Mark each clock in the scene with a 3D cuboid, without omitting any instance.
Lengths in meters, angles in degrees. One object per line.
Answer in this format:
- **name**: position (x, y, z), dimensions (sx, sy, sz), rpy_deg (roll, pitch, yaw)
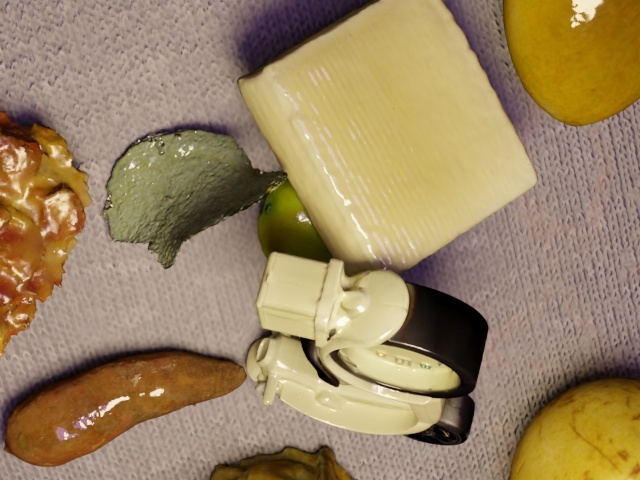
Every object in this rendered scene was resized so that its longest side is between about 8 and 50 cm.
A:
- **clock**: position (0.050, 0.131, 1.831), dimensions (0.276, 0.379, 0.120), rpy_deg (14, 66, 4)

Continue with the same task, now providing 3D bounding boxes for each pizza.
- **pizza**: position (-0.378, -0.019, 1.745), dimensions (0.278, 0.114, 0.409), rpy_deg (-4, 94, -20)

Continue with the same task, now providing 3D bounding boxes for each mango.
- **mango**: position (-0.006, 0.003, 1.872), dimensions (0.117, 0.089, 0.163), rpy_deg (-29, 112, -13)
- **mango**: position (0.354, -0.333, 1.797), dimensions (0.301, 0.220, 0.445), rpy_deg (14, 112, -22)

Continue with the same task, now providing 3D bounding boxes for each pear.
- **pear**: position (0.361, 0.300, 1.960), dimensions (0.281, 0.281, 0.280), rpy_deg (-4, 107, -12)

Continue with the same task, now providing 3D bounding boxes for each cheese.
- **cheese**: position (0.075, -0.121, 1.793), dimensions (0.242, 0.124, 0.265), rpy_deg (-32, 99, -16)

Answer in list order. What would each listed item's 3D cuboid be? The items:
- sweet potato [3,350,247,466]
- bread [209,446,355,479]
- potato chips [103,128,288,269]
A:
- **sweet potato**: position (-0.228, 0.183, 1.877), dimensions (0.292, 0.097, 0.097), rpy_deg (-19, 109, -7)
- **bread**: position (-0.036, 0.367, 1.899), dimensions (0.238, 0.252, 0.196), rpy_deg (2, 110, -8)
- **potato chips**: position (-0.139, -0.047, 1.788), dimensions (0.167, 0.228, 0.059), rpy_deg (-57, 139, -11)
